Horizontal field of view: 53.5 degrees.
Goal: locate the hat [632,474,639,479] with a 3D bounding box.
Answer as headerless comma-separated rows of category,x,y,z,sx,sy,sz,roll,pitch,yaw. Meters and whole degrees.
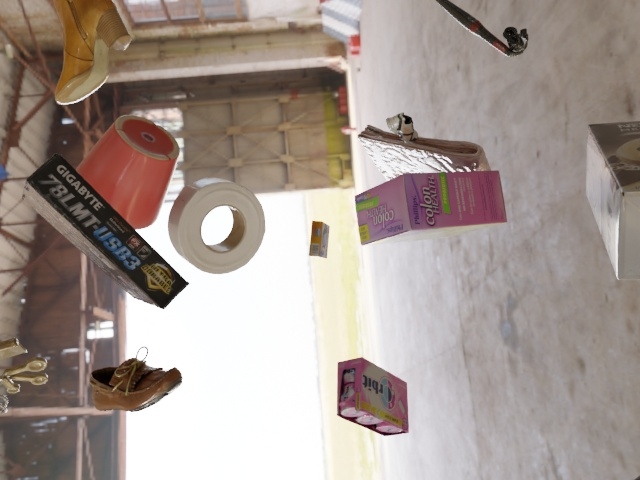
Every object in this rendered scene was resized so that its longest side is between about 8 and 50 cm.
hat,0.338,0.320,0.606,0.331,0.134,0.331,-21,-63,-48

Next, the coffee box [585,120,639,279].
coffee box,0.454,-0.067,0.832,0.297,0.168,0.119,-61,-35,-62

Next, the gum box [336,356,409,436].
gum box,0.103,0.313,1.268,0.188,0.062,0.107,36,-135,-42

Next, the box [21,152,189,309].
box,-0.390,-0.006,1.124,0.295,0.073,0.293,47,161,-17

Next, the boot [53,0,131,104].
boot,-0.604,-0.500,1.572,0.211,0.295,0.104,56,-153,6

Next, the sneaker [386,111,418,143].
sneaker,0.184,-0.239,1.350,0.109,0.043,0.040,16,-126,-53

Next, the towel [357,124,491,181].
towel,0.284,-0.163,1.567,0.053,0.317,0.332,-64,-32,-12

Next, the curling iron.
curling iron,0.356,-0.484,1.422,0.274,0.068,0.035,44,166,34

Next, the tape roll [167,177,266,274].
tape roll,-0.312,-0.045,1.917,0.100,0.286,0.286,24,123,56

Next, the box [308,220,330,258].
box,0.000,0.000,1.478,0.136,0.028,0.081,16,-101,-78

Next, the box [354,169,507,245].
box,0.232,-0.069,1.373,0.213,0.242,0.117,160,103,-65

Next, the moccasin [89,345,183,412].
moccasin,-0.520,0.385,1.762,0.380,0.139,0.147,-14,101,46

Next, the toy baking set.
toy baking set,-0.626,0.265,1.168,0.197,0.256,0.030,46,-164,-48

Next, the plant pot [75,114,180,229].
plant pot,-0.544,-0.208,1.829,0.243,0.275,0.275,-52,23,28
